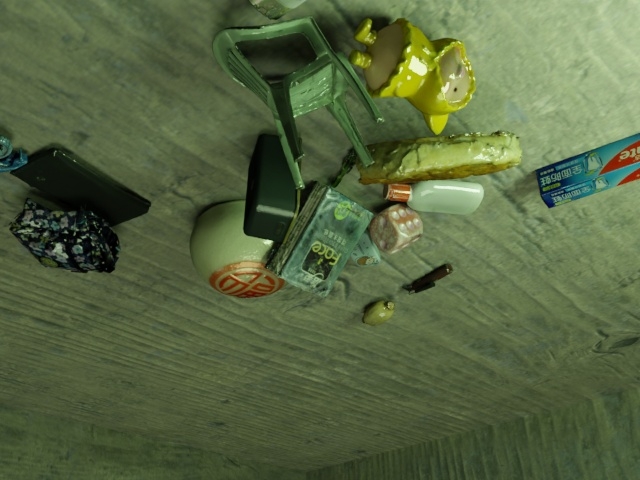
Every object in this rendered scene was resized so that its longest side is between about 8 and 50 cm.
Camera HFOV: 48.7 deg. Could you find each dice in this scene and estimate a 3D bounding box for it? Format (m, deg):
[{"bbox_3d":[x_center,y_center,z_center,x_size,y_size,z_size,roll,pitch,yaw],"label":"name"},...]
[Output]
[{"bbox_3d":[0.178,-0.027,1.659,0.093,0.094,0.091,-20,162,-39],"label":"dice"}]

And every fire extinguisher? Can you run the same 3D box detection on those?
[{"bbox_3d":[0.300,0.118,1.982,0.035,0.048,0.173,12,147,-36],"label":"fire extinguisher"}]

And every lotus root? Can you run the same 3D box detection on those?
[{"bbox_3d":[0.177,0.218,2.123,0.073,0.062,0.150,14,147,-26],"label":"lotus root"}]

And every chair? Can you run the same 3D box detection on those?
[{"bbox_3d":[-0.042,-0.243,1.186,0.191,0.274,0.203,-23,163,-8],"label":"chair"}]

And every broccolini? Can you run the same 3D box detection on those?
[{"bbox_3d":[0.058,-0.156,1.537,0.035,0.030,0.140,-29,167,-30],"label":"broccolini"}]

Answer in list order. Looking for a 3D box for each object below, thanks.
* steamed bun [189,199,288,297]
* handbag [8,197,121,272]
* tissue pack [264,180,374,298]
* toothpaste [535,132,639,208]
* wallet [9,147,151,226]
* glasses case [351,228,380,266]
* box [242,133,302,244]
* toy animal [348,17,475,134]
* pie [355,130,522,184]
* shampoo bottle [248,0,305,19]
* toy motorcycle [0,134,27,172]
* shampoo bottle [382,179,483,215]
[{"bbox_3d":[-0.173,0.040,1.690,0.283,0.177,0.283,-2,149,-1],"label":"steamed bun"},{"bbox_3d":[-0.574,0.002,1.626,0.208,0.126,0.228,12,152,7],"label":"handbag"},{"bbox_3d":[0.000,0.000,1.613,0.173,0.235,0.073,30,180,-43],"label":"tissue pack"},{"bbox_3d":[0.628,-0.162,1.510,0.321,0.076,0.066,-21,141,27],"label":"toothpaste"},{"bbox_3d":[-0.521,-0.110,1.559,0.146,0.030,0.285,-20,145,26],"label":"wallet"},{"bbox_3d":[0.105,0.018,1.801,0.067,0.045,0.178,-11,149,15],"label":"glasses case"},{"bbox_3d":[-0.098,-0.108,1.433,0.090,0.200,0.144,10,148,-13],"label":"box"},{"bbox_3d":[0.152,-0.288,1.196,0.230,0.156,0.156,22,141,-28],"label":"toy animal"},{"bbox_3d":[0.224,-0.156,1.365,0.340,0.083,0.339,-7,-179,0],"label":"pie"},{"bbox_3d":[-0.009,-0.417,1.058,0.228,0.055,0.086,-24,146,32],"label":"shampoo bottle"},{"bbox_3d":[-0.727,-0.156,1.413,0.255,0.092,0.135,-11,158,-3],"label":"toy motorcycle"},{"bbox_3d":[0.252,-0.102,1.606,0.221,0.051,0.108,5,151,-13],"label":"shampoo bottle"}]
